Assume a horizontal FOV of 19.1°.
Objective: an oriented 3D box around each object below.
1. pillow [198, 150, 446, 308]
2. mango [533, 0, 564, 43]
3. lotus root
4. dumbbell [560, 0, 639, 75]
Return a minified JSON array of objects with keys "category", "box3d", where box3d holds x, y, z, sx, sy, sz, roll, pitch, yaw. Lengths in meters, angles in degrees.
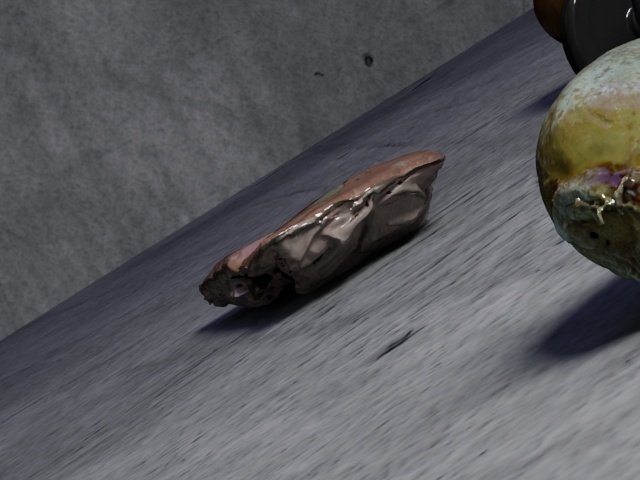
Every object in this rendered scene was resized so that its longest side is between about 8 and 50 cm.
[{"category":"pillow","box3d":[0.000,0.000,1.217,0.135,0.049,0.248,-31,1,-15]},{"category":"mango","box3d":[0.245,-0.196,1.339,0.133,0.111,0.267,-15,-7,-37]},{"category":"lotus root","box3d":[0.135,-0.036,0.645,0.165,0.088,0.088,-22,-2,-43]},{"category":"dumbbell","box3d":[0.193,-0.125,1.024,0.099,0.099,0.208,-32,5,-19]}]
